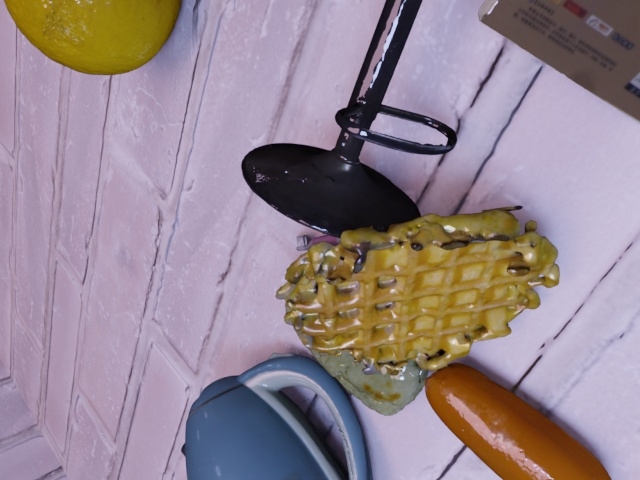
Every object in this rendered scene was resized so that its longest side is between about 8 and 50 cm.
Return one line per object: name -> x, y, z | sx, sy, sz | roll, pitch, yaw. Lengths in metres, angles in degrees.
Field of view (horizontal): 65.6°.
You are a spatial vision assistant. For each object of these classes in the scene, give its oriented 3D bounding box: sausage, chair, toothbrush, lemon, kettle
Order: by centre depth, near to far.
chair -> 0.073, -0.221, 0.494 | 0.226, 0.226, 0.401 | 37, 123, 29
sausage -> 0.225, 0.231, 0.572 | 0.238, 0.098, 0.098 | 38, 124, 30
toothbrush -> 0.000, 0.000, 0.660 | 0.286, 0.020, 0.025 | 172, 90, -76
lemon -> -0.363, -0.413, 0.804 | 0.293, 0.293, 0.293 | 13, 110, 39
kettle -> -0.069, 0.360, 0.806 | 0.319, 0.247, 0.342 | -36, 66, 9

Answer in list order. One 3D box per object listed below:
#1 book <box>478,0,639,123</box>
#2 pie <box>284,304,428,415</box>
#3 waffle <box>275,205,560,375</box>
book -> 0.291, -0.237, 0.333 | 0.310, 0.217, 0.021 | -54, 22, 37
pie -> 0.047, 0.128, 0.705 | 0.248, 0.090, 0.201 | 46, 125, 18
waffle -> 0.099, 0.061, 0.528 | 0.280, 0.262, 0.060 | -41, 37, 32
